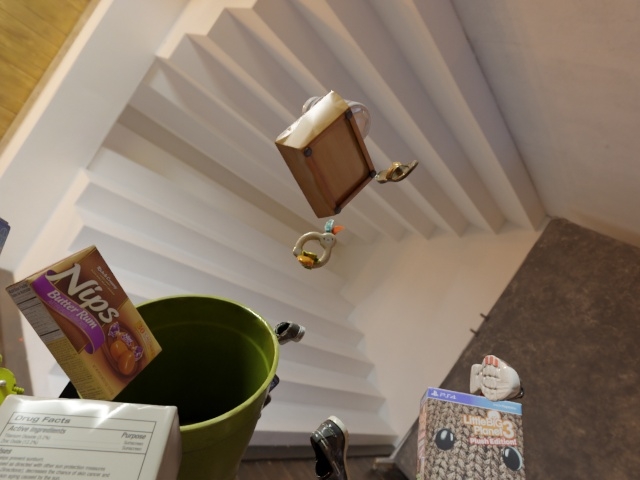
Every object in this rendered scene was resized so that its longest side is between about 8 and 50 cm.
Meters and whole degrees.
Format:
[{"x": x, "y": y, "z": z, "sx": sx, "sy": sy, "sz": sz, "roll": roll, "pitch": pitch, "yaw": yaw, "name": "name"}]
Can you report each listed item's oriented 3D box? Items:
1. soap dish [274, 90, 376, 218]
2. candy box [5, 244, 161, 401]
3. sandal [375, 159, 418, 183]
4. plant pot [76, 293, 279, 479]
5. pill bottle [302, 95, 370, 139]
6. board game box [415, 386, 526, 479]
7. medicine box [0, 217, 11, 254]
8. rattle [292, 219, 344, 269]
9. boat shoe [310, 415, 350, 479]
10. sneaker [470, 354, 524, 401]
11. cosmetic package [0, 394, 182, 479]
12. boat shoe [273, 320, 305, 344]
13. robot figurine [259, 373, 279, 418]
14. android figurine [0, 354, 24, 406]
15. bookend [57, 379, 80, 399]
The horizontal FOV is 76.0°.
[{"x": 0.029, "y": -0.227, "z": 1.151, "sx": 0.118, "sy": 0.229, "sz": 0.290, "roll": 30, "pitch": -21, "yaw": 45, "name": "soap dish"}, {"x": -0.312, "y": 0.112, "z": 0.558, "sx": 0.186, "sy": 0.053, "sz": 0.109, "roll": 66, "pitch": 24, "yaw": -14, "name": "candy box"}, {"x": 0.233, "y": -0.223, "z": 1.305, "sx": 0.049, "sy": 0.072, "sz": 0.180, "roll": 45, "pitch": -24, "yaw": -25, "name": "sandal"}, {"x": -0.285, "y": 0.363, "z": 0.864, "sx": 0.367, "sy": 0.352, "sz": 0.366, "roll": 7, "pitch": 26, "yaw": -3, "name": "plant pot"}, {"x": 0.051, "y": -0.455, "z": 1.527, "sx": 0.153, "sy": 0.153, "sz": 0.265, "roll": 33, "pitch": 2, "yaw": -43, "name": "pill bottle"}, {"x": 0.364, "y": 0.544, "z": 1.009, "sx": 0.232, "sy": 0.291, "sz": 0.141, "roll": 7, "pitch": -34, "yaw": 8, "name": "board game box"}, {"x": -0.797, "y": 0.054, "z": 0.818, "sx": 0.149, "sy": 0.289, "sz": 0.263, "roll": 12, "pitch": -16, "yaw": -16, "name": "medicine box"}, {"x": 0.000, "y": 0.000, "z": 1.354, "sx": 0.130, "sy": 0.200, "sz": 0.142, "roll": 50, "pitch": -5, "yaw": 23, "name": "rattle"}, {"x": 0.015, "y": 0.503, "z": 0.910, "sx": 0.084, "sy": 0.233, "sz": 0.079, "roll": 16, "pitch": 28, "yaw": 40, "name": "boat shoe"}, {"x": 0.265, "y": 0.201, "z": 0.588, "sx": 0.065, "sy": 0.061, "sz": 0.158, "roll": 9, "pitch": -14, "yaw": 7, "name": "sneaker"}, {"x": -0.218, "y": 0.284, "z": 0.294, "sx": 0.160, "sy": 0.113, "sz": 0.309, "roll": 7, "pitch": 37, "yaw": -5, "name": "cosmetic package"}, {"x": -0.128, "y": 0.323, "z": 1.469, "sx": 0.070, "sy": 0.077, "sz": 0.219, "roll": 34, "pitch": -29, "yaw": -15, "name": "boat shoe"}, {"x": -0.265, "y": 0.479, "z": 1.250, "sx": 0.173, "sy": 0.278, "sz": 0.209, "roll": 49, "pitch": -13, "yaw": 3, "name": "robot figurine"}, {"x": -1.010, "y": 0.433, "z": 1.186, "sx": 0.273, "sy": 0.056, "sz": 0.248, "roll": 45, "pitch": 20, "yaw": -39, "name": "android figurine"}, {"x": -0.773, "y": 0.550, "z": 1.320, "sx": 0.157, "sy": 0.156, "sz": 0.072, "roll": 30, "pitch": -18, "yaw": -7, "name": "bookend"}]
